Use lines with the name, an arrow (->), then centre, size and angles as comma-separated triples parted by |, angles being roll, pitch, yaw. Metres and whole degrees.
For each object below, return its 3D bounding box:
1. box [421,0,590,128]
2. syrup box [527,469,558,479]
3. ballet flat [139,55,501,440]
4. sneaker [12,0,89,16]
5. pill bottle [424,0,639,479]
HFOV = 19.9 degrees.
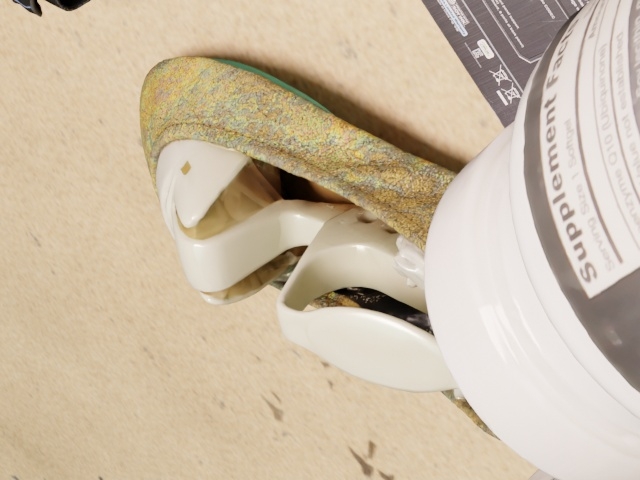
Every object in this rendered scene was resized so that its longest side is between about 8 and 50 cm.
box -> 0.075, -0.164, 0.657 | 0.231, 0.056, 0.183 | 55, 149, -8
syrup box -> 0.195, 0.195, 0.858 | 0.237, 0.096, 0.093 | 57, 150, -9
ballet flat -> 0.000, 0.000, 0.887 | 0.348, 0.123, 0.123 | 26, 142, 37
sneaker -> -0.167, -0.163, 0.966 | 0.232, 0.081, 0.090 | 4, 119, 51
pill bottle -> 0.152, -0.030, 0.506 | 0.162, 0.162, 0.278 | 50, 144, 2
